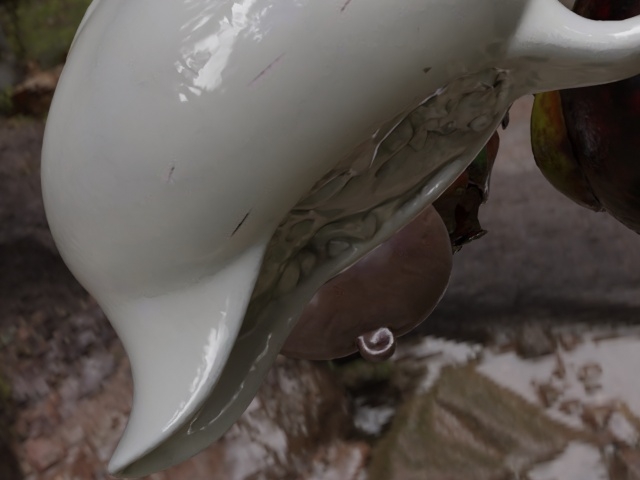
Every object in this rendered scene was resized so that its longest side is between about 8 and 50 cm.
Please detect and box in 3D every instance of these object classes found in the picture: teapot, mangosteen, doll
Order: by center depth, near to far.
[{"bbox_3d":[0.008,-0.052,0.601,0.298,0.204,0.139,-42,71,4],"label":"teapot"},{"bbox_3d":[0.215,-0.085,0.951,0.210,0.210,0.210,-8,49,10],"label":"mangosteen"},{"bbox_3d":[0.008,-0.003,1.032,0.145,0.096,0.188,-1,49,3],"label":"doll"}]

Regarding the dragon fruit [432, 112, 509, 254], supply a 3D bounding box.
[{"bbox_3d":[0.059,-0.081,1.289,0.182,0.182,0.188,13,99,26],"label":"dragon fruit"}]
